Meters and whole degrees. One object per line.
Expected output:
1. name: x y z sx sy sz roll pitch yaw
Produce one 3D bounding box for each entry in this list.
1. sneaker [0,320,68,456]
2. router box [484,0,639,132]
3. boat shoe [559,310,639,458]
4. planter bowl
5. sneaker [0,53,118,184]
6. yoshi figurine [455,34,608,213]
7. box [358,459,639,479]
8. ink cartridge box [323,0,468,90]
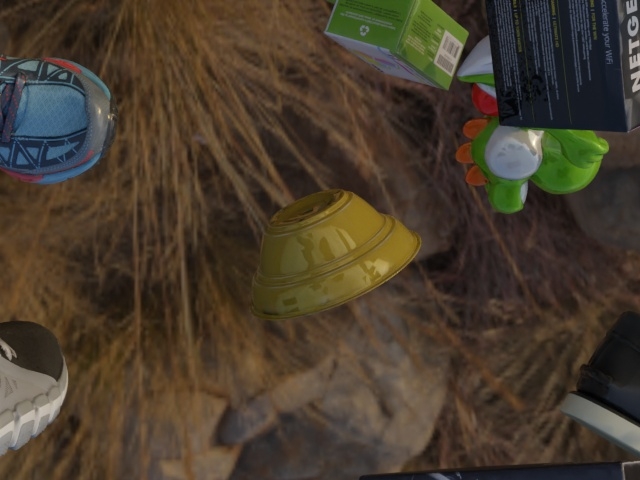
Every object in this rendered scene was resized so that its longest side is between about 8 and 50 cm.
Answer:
1. sneaker: -0.205 0.056 0.661 0.086 0.229 0.132 10 109 10
2. router box: 0.205 -0.183 0.995 0.046 0.133 0.179 -27 115 -39
3. boat shoe: 0.139 0.069 0.353 0.133 0.042 0.049 32 175 8
4. planter bowl: 0.000 0.000 1.368 0.217 0.217 0.090 -20 107 13
5. sneaker: -0.289 -0.106 0.925 0.261 0.125 0.104 12 95 17
6. yoshi figurine: 0.311 -0.192 1.589 0.203 0.203 0.362 24 138 22
7. box: 0.226 0.421 1.299 0.312 0.343 0.179 -10 167 30
8. ink cartridge box: 0.064 -0.320 1.750 0.255 0.097 0.189 20 180 31
